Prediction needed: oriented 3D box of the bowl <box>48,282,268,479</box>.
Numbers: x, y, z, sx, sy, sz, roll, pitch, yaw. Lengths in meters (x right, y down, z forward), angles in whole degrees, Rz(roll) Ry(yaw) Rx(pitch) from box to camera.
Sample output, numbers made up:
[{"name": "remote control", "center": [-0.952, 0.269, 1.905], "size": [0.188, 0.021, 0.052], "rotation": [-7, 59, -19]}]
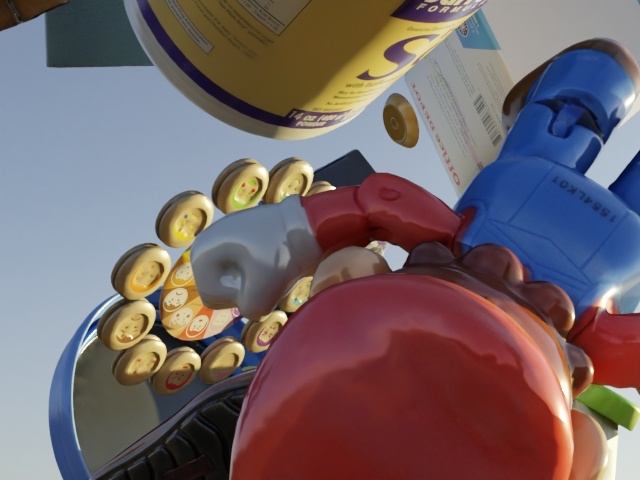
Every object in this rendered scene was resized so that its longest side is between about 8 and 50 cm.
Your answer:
[{"name": "bowl", "center": [-0.191, 0.250, 1.303], "size": [0.391, 0.391, 0.077], "rotation": [22, -40, -40]}]

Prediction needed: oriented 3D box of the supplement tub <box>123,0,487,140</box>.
[{"name": "supplement tub", "center": [0.024, -0.244, 0.675], "size": [0.241, 0.241, 0.331], "rotation": [15, -29, -28]}]

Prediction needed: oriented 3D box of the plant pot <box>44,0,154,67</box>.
[{"name": "plant pot", "center": [-0.249, -0.396, 1.403], "size": [0.247, 0.252, 0.248], "rotation": [5, 20, 25]}]

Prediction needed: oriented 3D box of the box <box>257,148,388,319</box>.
[{"name": "box", "center": [0.000, 0.000, 1.239], "size": [0.153, 0.108, 0.207], "rotation": [-30, -16, -19]}]

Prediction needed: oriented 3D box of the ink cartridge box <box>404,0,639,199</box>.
[{"name": "ink cartridge box", "center": [0.252, -0.201, 1.169], "size": [0.197, 0.198, 0.270], "rotation": [-20, -12, -14]}]

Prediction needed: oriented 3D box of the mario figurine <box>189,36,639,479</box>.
[{"name": "mario figurine", "center": [0.071, 0.036, 0.438], "size": [0.198, 0.320, 0.170], "rotation": [8, -54, 38]}]

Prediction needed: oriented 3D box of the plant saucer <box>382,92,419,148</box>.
[{"name": "plant saucer", "center": [0.111, -0.169, 1.369], "size": [0.015, 0.083, 0.083], "rotation": [-22, -11, -23]}]

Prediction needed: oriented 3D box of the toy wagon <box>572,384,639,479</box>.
[{"name": "toy wagon", "center": [0.139, 0.221, 0.827], "size": [0.068, 0.267, 0.344], "rotation": [31, -1, -8]}]

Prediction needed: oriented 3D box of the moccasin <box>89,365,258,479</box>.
[{"name": "moccasin", "center": [-0.069, 0.200, 0.926], "size": [0.380, 0.139, 0.147], "rotation": [-39, -5, 38]}]

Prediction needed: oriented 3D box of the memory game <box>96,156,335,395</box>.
[{"name": "memory game", "center": [-0.058, 0.026, 0.609], "size": [0.012, 0.186, 0.186], "rotation": [42, 1, 32]}]

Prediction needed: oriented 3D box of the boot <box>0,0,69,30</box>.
[{"name": "boot", "center": [-0.405, -0.427, 1.220], "size": [0.264, 0.280, 0.096], "rotation": [-22, 10, 22]}]
